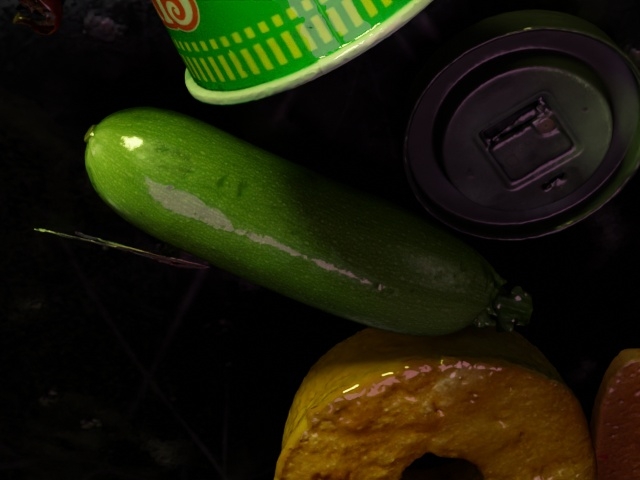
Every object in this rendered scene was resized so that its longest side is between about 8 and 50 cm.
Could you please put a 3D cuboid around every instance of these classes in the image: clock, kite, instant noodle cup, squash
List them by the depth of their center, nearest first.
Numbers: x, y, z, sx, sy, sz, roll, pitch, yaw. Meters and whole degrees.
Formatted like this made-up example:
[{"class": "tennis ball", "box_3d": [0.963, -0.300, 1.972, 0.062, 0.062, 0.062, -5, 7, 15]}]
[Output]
[{"class": "instant noodle cup", "box_3d": [-0.049, -0.228, 0.633, 0.207, 0.207, 0.233, -27, 118, 15]}, {"class": "clock", "box_3d": [0.148, -0.083, 0.852, 0.184, 0.040, 0.185, -3, 128, -4]}, {"class": "squash", "box_3d": [0.000, 0.000, 0.866, 0.378, 0.101, 0.101, 22, 123, -24]}, {"class": "kite", "box_3d": [-0.145, 0.007, 0.870, 0.152, 0.005, 0.137, 12, 174, 28]}]

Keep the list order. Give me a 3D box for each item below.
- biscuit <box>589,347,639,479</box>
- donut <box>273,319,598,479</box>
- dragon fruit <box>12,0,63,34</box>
[{"class": "biscuit", "box_3d": [0.321, 0.197, 1.095, 0.183, 0.043, 0.280, -25, 122, 9]}, {"class": "donut", "box_3d": [0.098, 0.188, 1.021, 0.302, 0.110, 0.303, -4, 126, -5]}, {"class": "dragon fruit", "box_3d": [-0.198, -0.194, 0.698, 0.094, 0.094, 0.190, -1, 140, -5]}]
